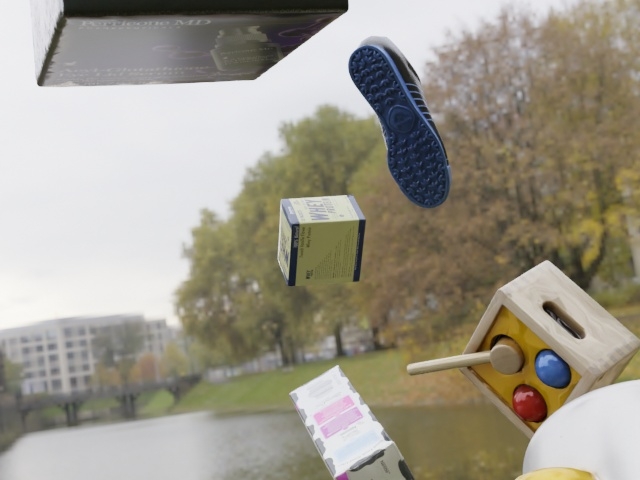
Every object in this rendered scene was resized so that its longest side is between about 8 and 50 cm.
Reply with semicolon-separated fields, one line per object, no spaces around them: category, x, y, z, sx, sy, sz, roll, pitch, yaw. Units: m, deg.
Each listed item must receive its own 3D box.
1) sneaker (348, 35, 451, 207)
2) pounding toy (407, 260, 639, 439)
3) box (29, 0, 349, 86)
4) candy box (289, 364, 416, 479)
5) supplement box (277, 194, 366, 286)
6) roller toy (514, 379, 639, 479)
sneaker;0.113;-0.158;1.457;0.081;0.232;0.090;-18;15;26
pounding toy;0.173;0.102;0.982;0.100;0.141;0.130;-26;-30;-38
box;-0.088;-0.160;0.653;0.153;0.108;0.207;-5;-1;-16
candy box;0.051;0.248;1.198;0.071;0.159;0.233;-30;17;-5
supplement box;0.000;0.000;1.244;0.083;0.083;0.056;-4;32;-14
roller toy;0.229;0.197;0.737;0.191;0.146;0.209;-12;-49;19
